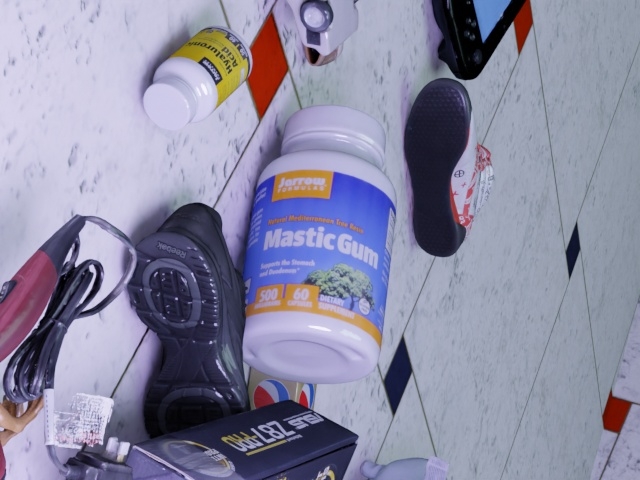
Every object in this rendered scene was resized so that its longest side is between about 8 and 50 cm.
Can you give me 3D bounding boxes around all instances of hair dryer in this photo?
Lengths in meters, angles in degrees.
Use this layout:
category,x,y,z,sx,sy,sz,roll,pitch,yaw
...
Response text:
category,x,y,z,sx,sy,sz,roll,pitch,yaw
hair dryer,-0.253,0.084,1.124,0.293,0.080,0.223,12,72,-53

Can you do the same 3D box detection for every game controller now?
category,x,y,z,sx,sy,sz,roll,pitch,yaw
game controller,0.233,-0.362,2.169,0.319,0.067,0.166,-57,147,-46

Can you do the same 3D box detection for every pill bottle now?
category,x,y,z,sx,sy,sz,roll,pitch,yaw
pill bottle,0.000,0.000,1.613,0.152,0.152,0.272,58,34,-57
pill bottle,-0.115,-0.147,1.423,0.116,0.065,0.065,-52,144,-50

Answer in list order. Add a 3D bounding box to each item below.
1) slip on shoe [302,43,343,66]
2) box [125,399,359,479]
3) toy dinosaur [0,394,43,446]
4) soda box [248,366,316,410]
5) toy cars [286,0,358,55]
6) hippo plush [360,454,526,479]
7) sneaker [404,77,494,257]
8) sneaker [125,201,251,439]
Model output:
category,x,y,z,sx,sy,sz,roll,pitch,yaw
slip on shoe,-0.001,-0.255,1.682,0.041,0.051,0.135,-39,140,-48
box,-0.130,0.348,1.392,0.318,0.097,0.394,1,115,-65
toy dinosaur,-0.269,0.153,1.195,0.112,0.064,0.211,-19,107,-45
soda box,-0.039,0.143,1.709,0.058,0.061,0.181,0,98,-66
toy cars,-0.041,-0.333,1.508,0.393,0.087,0.176,52,54,-62
hippo plush,0.087,0.363,1.979,0.236,0.234,0.294,-109,-143,-72
sneaker,0.180,-0.124,2.102,0.145,0.090,0.270,-53,148,-50
sneaker,-0.109,0.095,1.486,0.130,0.109,0.286,-64,157,-56
